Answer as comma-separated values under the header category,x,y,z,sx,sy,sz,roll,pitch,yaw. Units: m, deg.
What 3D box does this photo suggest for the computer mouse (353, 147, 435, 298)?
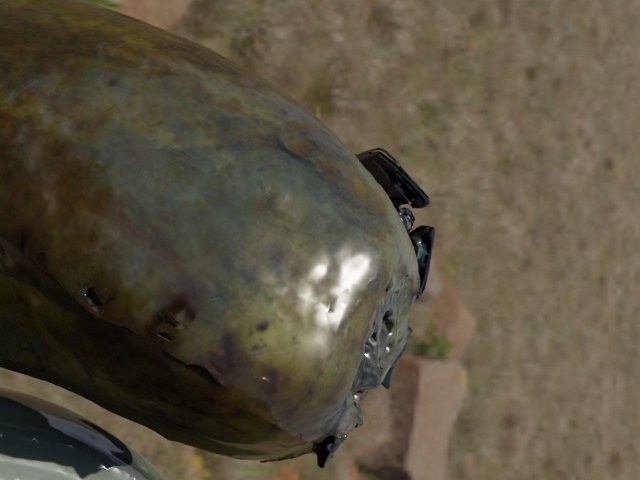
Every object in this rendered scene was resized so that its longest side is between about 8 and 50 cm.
category,x,y,z,sx,sy,sz,roll,pitch,yaw
computer mouse,0.000,0.000,0.998,0.077,0.242,0.146,-27,99,-41

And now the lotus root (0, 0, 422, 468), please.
category,x,y,z,sx,sy,sz,roll,pitch,yaw
lotus root,-0.092,-0.016,0.548,0.160,0.275,0.152,85,29,-65

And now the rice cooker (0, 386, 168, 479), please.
category,x,y,z,sx,sy,sz,roll,pitch,yaw
rice cooker,-0.221,0.242,0.619,0.335,0.325,0.335,15,66,-37
